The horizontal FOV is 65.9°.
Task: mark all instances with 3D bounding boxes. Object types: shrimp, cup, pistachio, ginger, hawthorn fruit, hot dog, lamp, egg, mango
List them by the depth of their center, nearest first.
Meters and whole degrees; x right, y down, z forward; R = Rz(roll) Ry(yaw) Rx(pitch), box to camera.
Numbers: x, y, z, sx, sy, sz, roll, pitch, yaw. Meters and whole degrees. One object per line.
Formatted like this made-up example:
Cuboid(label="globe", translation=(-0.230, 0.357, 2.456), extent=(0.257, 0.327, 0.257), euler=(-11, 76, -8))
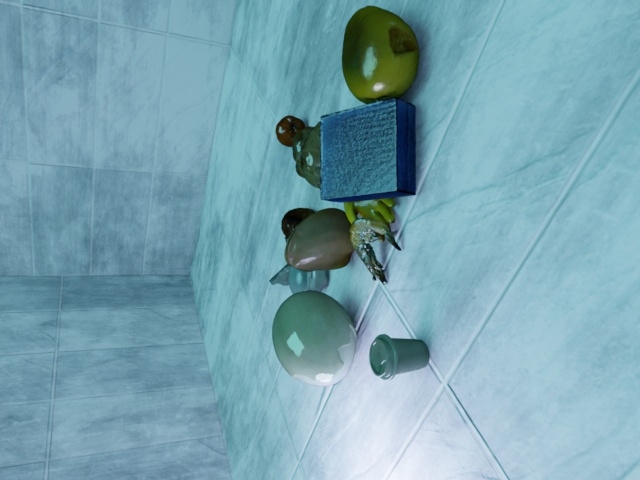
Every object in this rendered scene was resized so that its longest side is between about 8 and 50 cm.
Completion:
Cuboid(label="cup", translation=(0.212, 0.307, 1.313), extent=(0.120, 0.141, 0.120), euler=(-178, 90, -68))
Cuboid(label="mango", translation=(0.154, -0.547, 1.433), extent=(0.253, 0.182, 0.364), euler=(117, 144, -44))
Cuboid(label="shrimp", translation=(0.169, 0.028, 1.469), extent=(0.150, 0.051, 0.217), euler=(-22, 98, 41))
Cuboid(label="egg", translation=(-0.016, 0.334, 1.632), extent=(0.336, 0.278, 0.278), euler=(-113, 35, -48))
Cuboid(label="pistachio", translation=(0.000, 0.000, 1.649), extent=(0.163, 0.261, 0.212), euler=(6, 102, 55))
Cuboid(label="ginger", translation=(-0.018, -0.323, 1.849), extent=(0.304, 0.155, 0.244), euler=(-143, 51, -69))
Cuboid(label="lamp", translation=(-0.062, 0.146, 1.940), extent=(0.246, 0.108, 0.179), euler=(-28, 67, 61))
Cuboid(label="hot dog", translation=(-0.077, -0.052, 1.992), extent=(0.227, 0.099, 0.160), euler=(32, 117, 60))
Cuboid(label="hawthorn fruit", translation=(-0.132, -0.461, 2.098), extent=(0.138, 0.133, 0.132), euler=(142, 126, -72))

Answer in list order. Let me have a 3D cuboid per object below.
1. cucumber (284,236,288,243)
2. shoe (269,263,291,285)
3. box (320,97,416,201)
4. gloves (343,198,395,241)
Cuboid(label="cucumber", translation=(-0.133, 0.032, 2.185), extent=(0.033, 0.034, 0.134), euler=(-34, 61, 41))
Cuboid(label="shoe", translation=(-0.158, 0.162, 2.206), extent=(0.078, 0.079, 0.195), euler=(50, 138, -4))
Cuboid(label="box", translation=(0.134, -0.252, 1.442), extent=(0.279, 0.116, 0.261), euler=(-2, 88, 41))
Cuboid(label="gloves", translation=(0.144, -0.119, 1.543), extent=(0.294, 0.116, 0.133), euler=(54, 145, 42))
